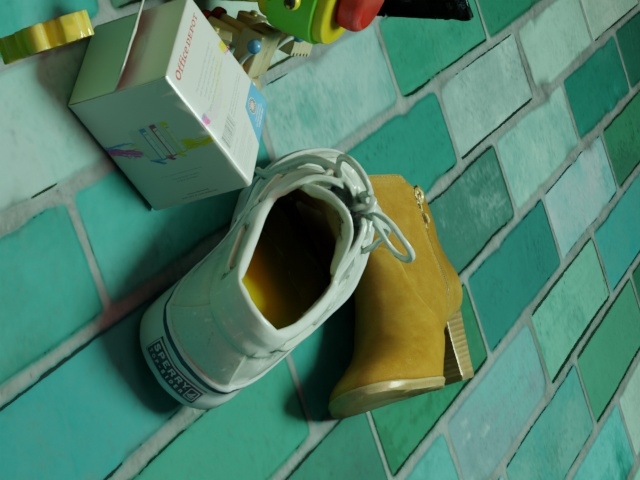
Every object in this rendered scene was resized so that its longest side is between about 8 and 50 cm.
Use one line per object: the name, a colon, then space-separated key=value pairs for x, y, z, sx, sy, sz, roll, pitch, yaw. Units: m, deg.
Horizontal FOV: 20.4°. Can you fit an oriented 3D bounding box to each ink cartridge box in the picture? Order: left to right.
ink cartridge box: x=-0.118 y=-0.109 z=1.352 sx=0.143 sy=0.090 sz=0.092 roll=53 pitch=34 yaw=-38

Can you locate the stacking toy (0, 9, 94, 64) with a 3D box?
stacking toy: x=-0.256 y=-0.165 z=1.040 sx=0.221 sy=0.052 sz=0.167 roll=-24 pitch=99 yaw=-31

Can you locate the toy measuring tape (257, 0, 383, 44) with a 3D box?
toy measuring tape: x=0.020 y=-0.238 z=1.547 sx=0.330 sy=0.121 sz=0.121 roll=-37 pitch=111 yaw=-65

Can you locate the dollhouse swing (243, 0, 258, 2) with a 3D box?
dollhouse swing: x=-0.005 y=-0.392 z=1.476 sx=0.347 sy=0.305 sz=0.315 roll=-12 pitch=89 yaw=-65

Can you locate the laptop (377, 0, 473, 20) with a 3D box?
laptop: x=0.077 y=-0.360 z=1.816 sx=0.136 sy=0.264 sz=0.234 roll=-36 pitch=115 yaw=-23

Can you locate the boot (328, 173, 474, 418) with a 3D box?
boot: x=0.052 y=0.044 z=1.637 sx=0.295 sy=0.104 sz=0.211 roll=-7 pitch=78 yaw=-68

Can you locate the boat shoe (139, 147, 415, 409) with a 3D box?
boat shoe: x=-0.006 y=-0.006 z=1.429 sx=0.136 sy=0.156 sz=0.367 roll=53 pitch=31 yaw=-4

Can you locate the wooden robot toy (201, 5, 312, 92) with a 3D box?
wooden robot toy: x=-0.070 y=-0.153 z=1.531 sx=0.173 sy=0.076 sz=0.079 roll=-26 pitch=137 yaw=-64
